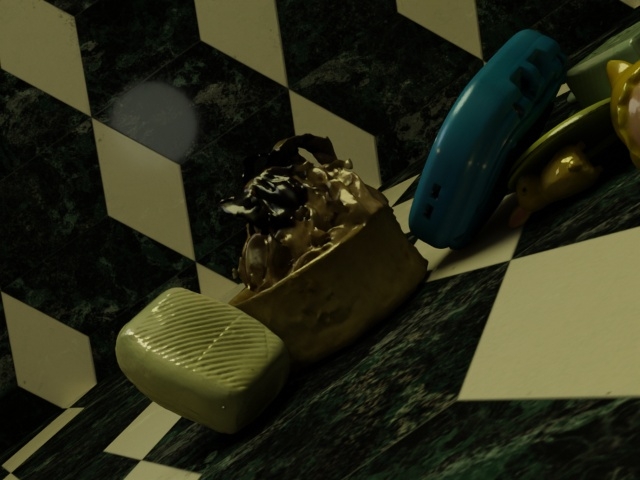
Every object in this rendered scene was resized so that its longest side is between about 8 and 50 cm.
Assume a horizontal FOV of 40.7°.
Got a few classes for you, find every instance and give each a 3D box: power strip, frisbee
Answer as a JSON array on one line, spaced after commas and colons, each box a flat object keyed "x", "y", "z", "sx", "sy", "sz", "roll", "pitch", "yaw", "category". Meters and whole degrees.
[{"x": 0.493, "y": -0.255, "z": 1.377, "sx": 0.140, "sy": 0.139, "sz": 0.224, "roll": -39, "pitch": 6, "yaw": -23, "category": "power strip"}, {"x": 0.376, "y": -0.143, "z": 1.278, "sx": 0.236, "sy": 0.017, "sz": 0.236, "roll": -26, "pitch": -17, "yaw": -9, "category": "frisbee"}]

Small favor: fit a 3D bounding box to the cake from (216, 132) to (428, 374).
[{"x": -0.033, "y": 0.004, "z": 1.387, "sx": 0.332, "sy": 0.321, "sz": 0.332, "roll": -33, "pitch": 5, "yaw": 3, "category": "cake"}]

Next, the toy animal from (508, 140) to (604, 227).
[{"x": 0.321, "y": -0.073, "z": 1.243, "sx": 0.159, "sy": 0.070, "sz": 0.083, "roll": -40, "pitch": -10, "yaw": 39, "category": "toy animal"}]

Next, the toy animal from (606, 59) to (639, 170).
[{"x": 0.404, "y": -0.149, "z": 0.997, "sx": 0.156, "sy": 0.156, "sz": 0.230, "roll": -34, "pitch": 4, "yaw": 8, "category": "toy animal"}]

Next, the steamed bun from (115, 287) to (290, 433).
[{"x": -0.175, "y": 0.188, "z": 1.269, "sx": 0.170, "sy": 0.239, "sz": 0.152, "roll": -44, "pitch": -30, "yaw": -47, "category": "steamed bun"}]

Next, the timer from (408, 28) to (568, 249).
[{"x": 0.267, "y": -0.153, "z": 1.361, "sx": 0.340, "sy": 0.115, "sz": 0.309, "roll": -46, "pitch": -21, "yaw": -40, "category": "timer"}]
